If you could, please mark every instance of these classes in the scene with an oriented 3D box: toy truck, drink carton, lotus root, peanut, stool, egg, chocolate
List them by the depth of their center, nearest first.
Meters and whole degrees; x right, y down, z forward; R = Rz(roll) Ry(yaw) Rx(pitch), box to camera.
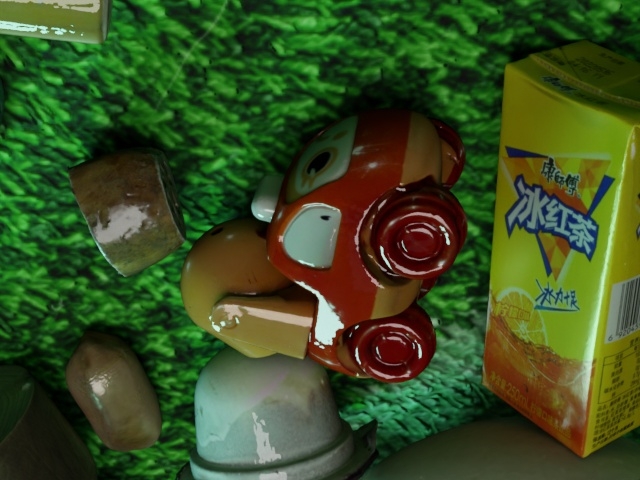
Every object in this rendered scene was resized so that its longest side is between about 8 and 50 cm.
[{"bbox_3d":[0.000,0.000,1.094,0.239,0.189,0.264,12,121,0],"label":"toy truck"},{"bbox_3d":[-0.170,-0.027,1.103,0.081,0.122,0.112,-17,97,0],"label":"lotus root"},{"bbox_3d":[0.241,0.009,1.114,0.111,0.154,0.351,-22,128,-30],"label":"drink carton"},{"bbox_3d":[-0.046,0.170,1.212,0.221,0.221,0.147,-2,103,-2],"label":"chocolate"},{"bbox_3d":[0.178,0.331,1.221,0.340,0.354,0.354,25,118,-1],"label":"egg"},{"bbox_3d":[-0.209,0.158,1.244,0.076,0.076,0.152,-17,119,8],"label":"peanut"},{"bbox_3d":[-0.303,0.279,1.250,0.179,0.179,0.264,-23,121,11],"label":"stool"}]

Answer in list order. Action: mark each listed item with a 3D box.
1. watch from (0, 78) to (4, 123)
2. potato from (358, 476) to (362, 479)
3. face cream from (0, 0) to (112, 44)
[{"bbox_3d":[-0.398,-0.106,1.075,0.237,0.068,0.195,-30,121,11],"label":"watch"},{"bbox_3d":[0.007,0.298,1.349,0.086,0.061,0.122,7,122,-10],"label":"potato"},{"bbox_3d":[-0.310,-0.243,0.982,0.285,0.067,0.139,6,101,-6],"label":"face cream"}]
